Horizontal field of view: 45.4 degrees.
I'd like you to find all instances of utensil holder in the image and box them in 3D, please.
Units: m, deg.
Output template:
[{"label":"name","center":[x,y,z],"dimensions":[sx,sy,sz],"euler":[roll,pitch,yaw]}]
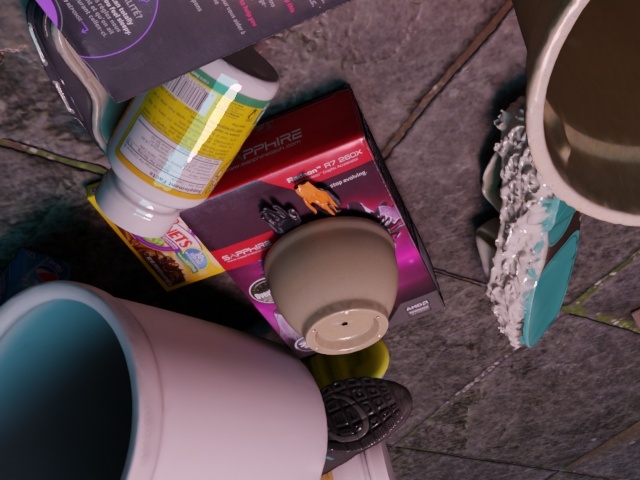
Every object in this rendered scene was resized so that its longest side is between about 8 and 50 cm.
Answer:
[{"label":"utensil holder","center":[-0.215,0.249,0.982],"dimensions":[0.328,0.327,0.385],"euler":[-31,151,21]}]

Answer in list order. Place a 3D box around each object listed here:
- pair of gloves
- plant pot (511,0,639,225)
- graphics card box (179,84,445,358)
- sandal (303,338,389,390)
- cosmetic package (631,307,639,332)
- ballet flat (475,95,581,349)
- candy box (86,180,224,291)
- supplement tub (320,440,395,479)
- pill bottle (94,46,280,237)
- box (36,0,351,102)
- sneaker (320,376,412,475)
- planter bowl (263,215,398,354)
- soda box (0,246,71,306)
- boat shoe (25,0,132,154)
[{"label":"pair of gloves","center":[-0.022,-0.034,0.855],"dimensions":[0.083,0.010,0.074],"euler":[-30,139,22]},{"label":"plant pot","center":[0.279,-0.232,0.612],"dimensions":[0.334,0.305,0.333],"euler":[-7,139,-6]},{"label":"graphics card box","center":[0.000,0.000,0.978],"dimensions":[0.233,0.094,0.371],"euler":[-20,140,10]},{"label":"sandal","center":[-0.027,0.256,1.251],"dimensions":[0.318,0.126,0.138],"euler":[-18,143,9]},{"label":"cosmetic package","center":[0.707,0.124,1.279],"dimensions":[0.309,0.113,0.160],"euler":[-31,136,23]},{"label":"ballet flat","center":[0.270,-0.023,0.999],"dimensions":[0.147,0.147,0.408],"euler":[-9,138,-4]},{"label":"candy box","center":[-0.194,-0.014,0.964],"dimensions":[0.105,0.027,0.206],"euler":[-21,139,6]},{"label":"supplement tub","center":[-0.022,0.464,1.404],"dimensions":[0.316,0.228,0.228],"euler":[-15,140,4]},{"label":"pill bottle","center":[-0.141,-0.107,0.771],"dimensions":[0.118,0.117,0.208],"euler":[22,117,-33]},{"label":"box","center":[-0.091,-0.258,0.617],"dimensions":[0.271,0.143,0.165],"euler":[-21,139,9]},{"label":"sneaker","center":[0.022,0.291,1.160],"dimensions":[0.286,0.109,0.130],"euler":[-31,153,23]},{"label":"planter bowl","center":[0.020,0.065,0.894],"dimensions":[0.162,0.109,0.162],"euler":[-8,143,-6]},{"label":"soda box","center":[-0.411,0.103,1.016],"dimensions":[0.071,0.067,0.210],"euler":[23,128,-34]},{"label":"boat shoe","center":[-0.234,-0.162,0.775],"dimensions":[0.065,0.075,0.206],"euler":[26,153,23]}]
